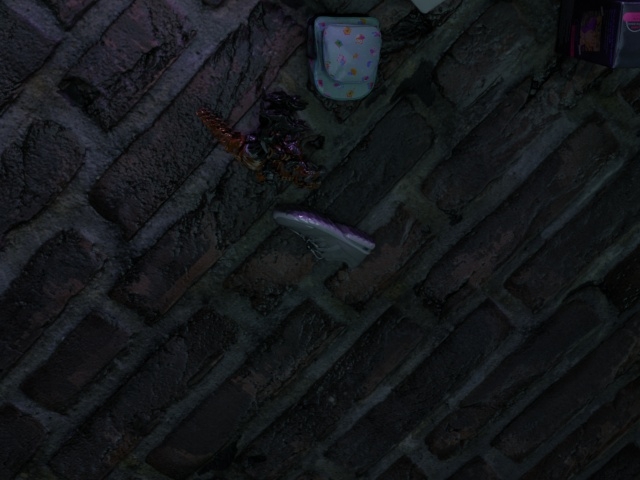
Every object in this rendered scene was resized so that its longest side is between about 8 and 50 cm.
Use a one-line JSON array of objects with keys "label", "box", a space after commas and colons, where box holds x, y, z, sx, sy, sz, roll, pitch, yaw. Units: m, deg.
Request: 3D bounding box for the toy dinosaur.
[{"label": "toy dinosaur", "box": [-0.124, -0.223, 1.660, 0.321, 0.164, 0.218, 10, 128, -37]}]

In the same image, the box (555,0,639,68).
[{"label": "box", "box": [0.677, -0.483, 1.627, 0.165, 0.270, 0.144, -4, 113, -10]}]

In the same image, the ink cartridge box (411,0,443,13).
[{"label": "ink cartridge box", "box": [0.190, -0.672, 1.484, 0.207, 0.119, 0.353, -28, 131, 30]}]

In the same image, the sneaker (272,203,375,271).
[{"label": "sneaker", "box": [0.000, 0.000, 1.790, 0.281, 0.105, 0.115, 24, 106, -19]}]

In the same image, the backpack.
[{"label": "backpack", "box": [0.054, -0.410, 1.613, 0.165, 0.144, 0.189, -4, 116, -15]}]
